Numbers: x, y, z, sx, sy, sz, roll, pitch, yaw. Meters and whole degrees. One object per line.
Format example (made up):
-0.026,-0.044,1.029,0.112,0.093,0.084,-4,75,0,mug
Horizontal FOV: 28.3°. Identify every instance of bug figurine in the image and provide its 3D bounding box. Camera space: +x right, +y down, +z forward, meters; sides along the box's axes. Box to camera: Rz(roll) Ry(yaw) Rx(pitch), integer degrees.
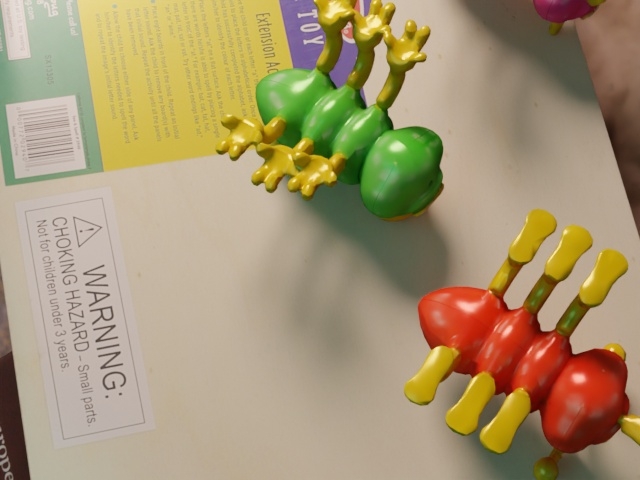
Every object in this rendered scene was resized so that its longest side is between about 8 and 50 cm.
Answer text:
0.097,-0.053,0.518,0.216,0.072,0.279,36,76,13,bug figurine

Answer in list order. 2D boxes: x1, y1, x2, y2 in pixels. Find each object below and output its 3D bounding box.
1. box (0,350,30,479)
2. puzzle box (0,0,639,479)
-0.086,0.134,0.663,0.203,0.167,0.169,-30,70,32,box
0.000,0.000,0.555,0.272,0.052,0.409,-9,72,-8,puzzle box
